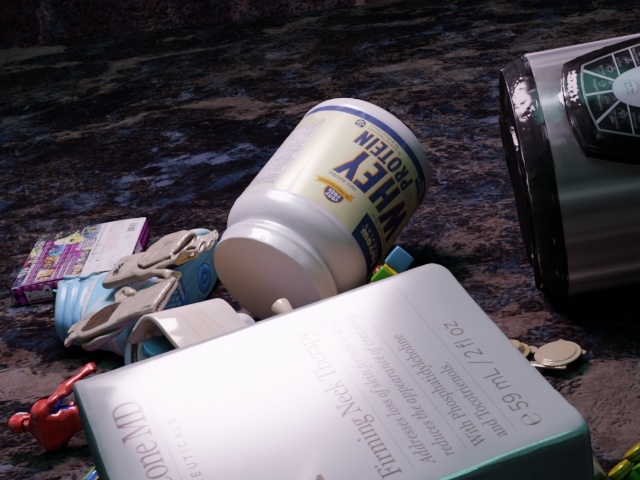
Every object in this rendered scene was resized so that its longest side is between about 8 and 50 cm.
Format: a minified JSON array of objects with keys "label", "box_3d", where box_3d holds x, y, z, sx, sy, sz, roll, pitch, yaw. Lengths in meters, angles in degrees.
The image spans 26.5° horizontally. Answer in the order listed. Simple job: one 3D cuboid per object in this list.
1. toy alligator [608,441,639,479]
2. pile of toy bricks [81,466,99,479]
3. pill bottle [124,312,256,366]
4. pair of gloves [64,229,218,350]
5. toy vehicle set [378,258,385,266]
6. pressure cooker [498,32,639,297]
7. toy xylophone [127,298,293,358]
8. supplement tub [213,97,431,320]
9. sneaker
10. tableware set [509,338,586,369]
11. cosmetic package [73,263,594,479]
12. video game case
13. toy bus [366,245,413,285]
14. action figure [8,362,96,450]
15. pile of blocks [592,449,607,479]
[{"label":"toy alligator","box_3d":[0.339,0.281,1.512,0.190,0.056,0.051,-35,-9,-40]},{"label":"pile of toy bricks","box_3d":[-0.250,0.328,1.655,0.212,0.118,0.105,-48,11,-30]},{"label":"pill bottle","box_3d":[-0.161,0.163,1.934,0.215,0.117,0.117,-3,25,19]},{"label":"pair of gloves","box_3d":[-0.263,0.073,1.999,0.204,0.042,0.240,-24,22,30]},{"label":"toy vehicle set","box_3d":[0.000,0.000,2.330,0.166,0.035,0.267,-14,23,-5]},{"label":"pressure cooker","box_3d":[0.485,-0.127,1.965,0.421,0.369,0.375,-9,20,5]},{"label":"toy xylophone","box_3d":[-0.095,0.180,1.762,0.236,0.081,0.322,-5,40,-32]},{"label":"supplement tub","box_3d":[0.002,-0.040,2.111,0.235,0.235,0.325,6,46,37]},{"label":"sneaker","box_3d":[-0.313,0.070,2.215,0.208,0.127,0.319,2,26,28]},{"label":"tableware set","box_3d":[0.265,0.173,1.828,0.141,0.020,0.169,8,32,43]},{"label":"cosmetic package","box_3d":[0.019,0.280,1.289,0.394,0.327,0.329,-18,30,-13]},{"label":"video game case","box_3d":[-0.427,0.035,2.453,0.210,0.041,0.232,-10,23,6]},{"label":"toy bus","box_3d":[0.077,0.122,1.932,0.202,0.104,0.191,-50,0,-9]},{"label":"action figure","box_3d":[-0.294,0.225,1.898,0.280,0.091,0.139,-7,30,10]},{"label":"pile of blocks","box_3d":[0.165,0.256,1.618,0.362,0.149,0.113,13,-11,28]}]
